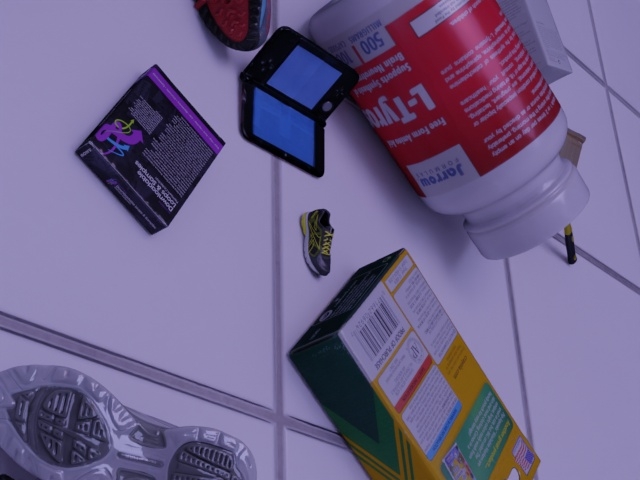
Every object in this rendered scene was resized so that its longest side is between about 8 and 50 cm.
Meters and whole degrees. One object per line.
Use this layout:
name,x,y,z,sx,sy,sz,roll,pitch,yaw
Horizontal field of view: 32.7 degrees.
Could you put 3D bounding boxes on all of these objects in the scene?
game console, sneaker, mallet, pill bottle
game console,-0.021,-0.166,1.318,0.144,0.124,0.085,26,23,-42
sneaker,-0.174,0.175,0.905,0.232,0.115,0.090,26,70,-11
mallet,0.400,-0.026,1.746,0.062,0.039,0.189,-62,151,-16
pill bottle,0.184,-0.185,1.464,0.407,0.229,0.229,55,36,-12
sneaker,0.000,0.000,1.278,0.031,0.035,0.083,9,62,-49
sneaker,-0.083,-0.340,1.328,0.125,0.104,0.262,17,56,-49

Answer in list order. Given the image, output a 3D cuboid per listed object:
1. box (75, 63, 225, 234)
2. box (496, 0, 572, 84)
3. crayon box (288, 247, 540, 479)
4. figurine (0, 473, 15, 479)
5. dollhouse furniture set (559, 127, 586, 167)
box,-0.172,-0.096,1.124,0.116,0.029,0.162,50,36,-18
box,0.321,-0.333,1.820,0.091,0.130,0.170,4,67,-50
crayon box,0.118,0.197,1.265,0.323,0.083,0.203,56,36,-9
figurine,-0.262,0.237,0.760,0.215,0.092,0.209,35,36,-35
dollhouse furniture set,0.289,-0.132,1.686,0.184,0.129,0.129,31,41,-3
